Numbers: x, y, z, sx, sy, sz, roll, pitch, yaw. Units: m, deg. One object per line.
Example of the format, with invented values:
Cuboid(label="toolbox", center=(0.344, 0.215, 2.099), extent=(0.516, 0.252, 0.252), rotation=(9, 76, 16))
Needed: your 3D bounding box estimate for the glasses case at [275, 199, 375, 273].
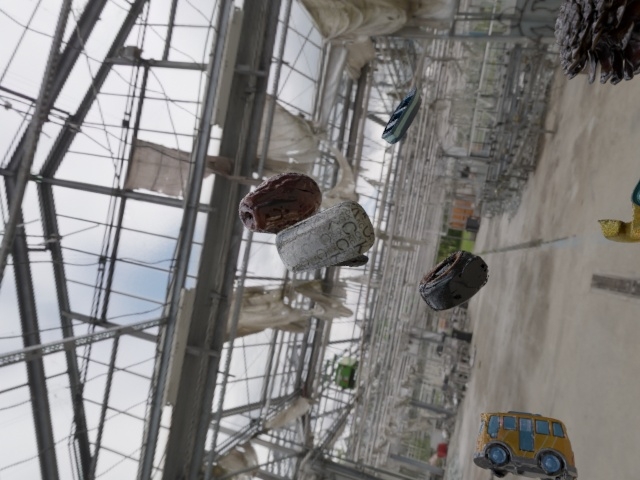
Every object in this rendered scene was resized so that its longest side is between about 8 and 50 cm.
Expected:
Cuboid(label="glasses case", center=(0.000, 0.000, 1.178), extent=(0.085, 0.355, 0.137), rotation=(-28, -85, -39))

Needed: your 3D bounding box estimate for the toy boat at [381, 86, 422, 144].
Cuboid(label="toy boat", center=(0.339, -0.506, 1.826), extent=(0.096, 0.062, 0.299), rotation=(-19, 36, 60))

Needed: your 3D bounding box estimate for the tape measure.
Cuboid(label="tape measure", center=(0.419, 0.128, 1.435), extent=(0.223, 0.135, 0.202), rotation=(-38, 4, 4))

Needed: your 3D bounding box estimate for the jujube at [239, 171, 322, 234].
Cuboid(label="jujube", center=(-0.123, -0.120, 1.456), extent=(0.290, 0.197, 0.197), rotation=(-26, -51, -40))

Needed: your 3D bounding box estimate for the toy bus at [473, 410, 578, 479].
Cuboid(label="toy bus", center=(0.457, 0.463, 1.029), extent=(0.126, 0.210, 0.136), rotation=(61, -145, -47))

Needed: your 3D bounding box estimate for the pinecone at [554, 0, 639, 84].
Cuboid(label="pinecone", center=(0.636, -0.441, 0.934), extent=(0.246, 0.292, 0.246), rotation=(14, -90, -81))

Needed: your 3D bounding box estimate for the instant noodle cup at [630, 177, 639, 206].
Cuboid(label="instant noodle cup", center=(0.658, -0.106, 0.776), extent=(0.070, 0.179, 0.157), rotation=(7, -71, -55))

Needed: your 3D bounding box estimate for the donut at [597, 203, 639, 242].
Cuboid(label="donut", center=(0.925, -0.043, 1.334), extent=(0.181, 0.146, 0.078), rotation=(123, 159, -64))

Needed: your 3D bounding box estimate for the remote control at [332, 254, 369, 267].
Cuboid(label="remote control", center=(0.042, 0.064, 1.520), extent=(0.090, 0.266, 0.066), rotation=(51, 128, 52))
